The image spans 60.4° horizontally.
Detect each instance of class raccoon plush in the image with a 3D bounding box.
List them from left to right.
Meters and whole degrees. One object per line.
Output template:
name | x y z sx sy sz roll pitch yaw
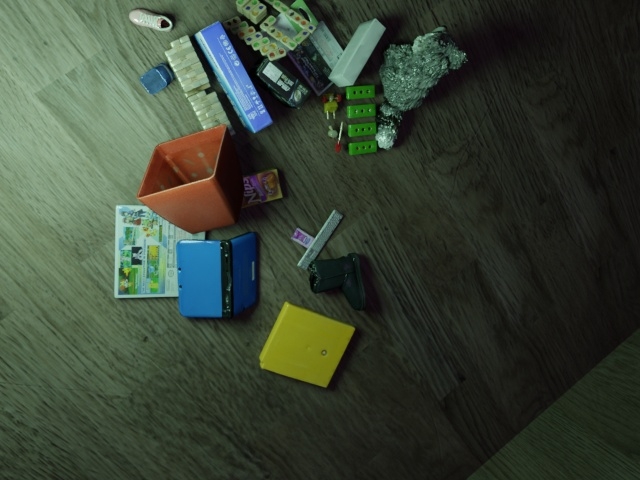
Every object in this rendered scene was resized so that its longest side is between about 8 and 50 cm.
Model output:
raccoon plush | 0.362 -0.532 1.961 0.216 0.299 0.446 -2 106 -21

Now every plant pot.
plant pot | -0.386 -0.174 1.776 0.268 0.267 0.235 -13 135 16

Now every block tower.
block tower | -0.400 -0.485 1.799 0.091 0.097 0.335 -29 111 -11

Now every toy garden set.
toy garden set | 0.103 -0.440 2.030 0.204 0.049 0.244 -10 109 -20

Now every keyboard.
keyboard | 0.000 0.000 2.112 0.256 0.014 0.072 -57 151 1

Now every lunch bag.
lunch bag | -0.518 -0.514 1.749 0.099 0.065 0.067 -17 119 31

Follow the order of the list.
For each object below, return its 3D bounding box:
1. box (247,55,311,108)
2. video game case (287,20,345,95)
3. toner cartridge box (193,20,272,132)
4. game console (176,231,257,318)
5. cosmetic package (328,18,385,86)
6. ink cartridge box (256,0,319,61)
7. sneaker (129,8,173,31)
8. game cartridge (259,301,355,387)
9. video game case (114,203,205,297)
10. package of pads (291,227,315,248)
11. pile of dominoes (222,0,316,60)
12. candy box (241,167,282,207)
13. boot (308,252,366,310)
box | -0.140 -0.531 1.854 0.180 0.147 0.077 35 90 -26
video game case | -0.003 -0.641 1.945 0.173 0.022 0.190 -43 116 -5
toner cartridge box | -0.285 -0.525 1.791 0.075 0.165 0.347 -33 113 -10
game console | -0.367 0.119 1.991 0.250 0.173 0.293 -26 122 -57
cosmetic package | 0.129 -0.655 1.928 0.060 0.099 0.239 33 83 -28
ink cartridge box | -0.121 -0.707 1.858 0.209 0.062 0.109 -43 115 -5
sneaker | -0.523 -0.685 1.707 0.134 0.070 0.050 11 103 -22
game cartridge | -0.056 0.422 2.214 0.324 0.053 0.285 24 96 -22
video game case | -0.557 0.040 1.919 0.300 0.036 0.328 1 105 -21
package of pads | -0.064 -0.007 2.095 0.083 0.032 0.050 32 89 -25
pile of dominoes | -0.168 -0.700 1.769 0.251 0.040 0.196 39 75 13
candy box | -0.238 -0.185 1.967 0.187 0.053 0.109 -17 111 -15
boot | 0.061 0.179 2.158 0.207 0.094 0.246 -13 102 -21
